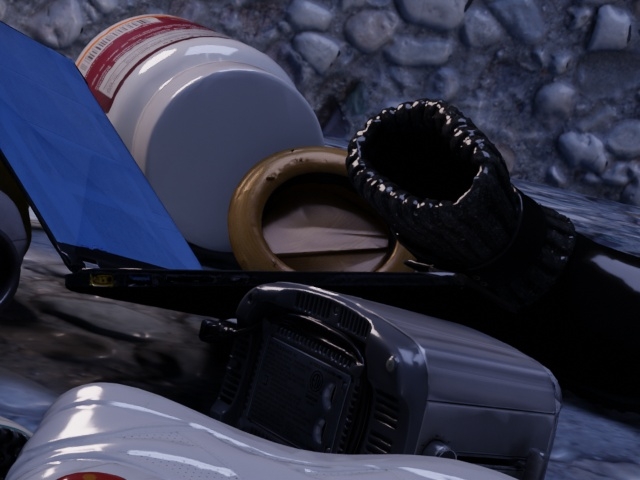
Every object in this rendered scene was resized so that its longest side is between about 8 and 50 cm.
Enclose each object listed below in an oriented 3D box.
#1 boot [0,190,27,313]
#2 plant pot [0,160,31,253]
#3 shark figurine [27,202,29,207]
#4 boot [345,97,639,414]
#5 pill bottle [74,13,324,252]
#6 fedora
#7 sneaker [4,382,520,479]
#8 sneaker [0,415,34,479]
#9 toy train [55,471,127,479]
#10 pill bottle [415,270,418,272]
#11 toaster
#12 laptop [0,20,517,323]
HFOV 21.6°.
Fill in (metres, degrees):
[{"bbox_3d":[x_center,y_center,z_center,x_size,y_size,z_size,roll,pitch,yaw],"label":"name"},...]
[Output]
[{"bbox_3d":[-0.241,0.023,0.939,0.222,0.118,0.338,-4,8,37],"label":"boot"},{"bbox_3d":[-0.285,-0.017,1.328,0.095,0.134,0.134,45,21,22],"label":"plant pot"},{"bbox_3d":[-0.294,-0.087,1.576,0.166,0.116,0.278,48,12,13],"label":"shark figurine"},{"bbox_3d":[0.198,0.014,1.442,0.348,0.131,0.260,10,-34,36],"label":"boot"},{"bbox_3d":[-0.142,-0.121,1.838,0.224,0.224,0.392,11,10,-20],"label":"pill bottle"},{"bbox_3d":[0.000,0.000,1.641,0.194,0.194,0.079,13,-26,-8],"label":"fedora"},{"bbox_3d":[-0.008,0.157,0.724,0.292,0.108,0.169,13,17,5],"label":"sneaker"},{"bbox_3d":[-0.204,0.108,0.868,0.161,0.057,0.075,14,-9,15],"label":"sneaker"},{"bbox_3d":[-0.111,0.151,0.582,0.248,0.105,0.143,18,20,25],"label":"toy train"},{"bbox_3d":[0.115,-0.033,1.886,0.162,0.162,0.278,17,9,18],"label":"pill bottle"},{"bbox_3d":[0.037,0.103,1.015,0.146,0.129,0.227,13,4,-36],"label":"toaster"},{"bbox_3d":[-0.070,-0.063,1.270,0.408,0.236,0.382,0,-5,12],"label":"laptop"}]
